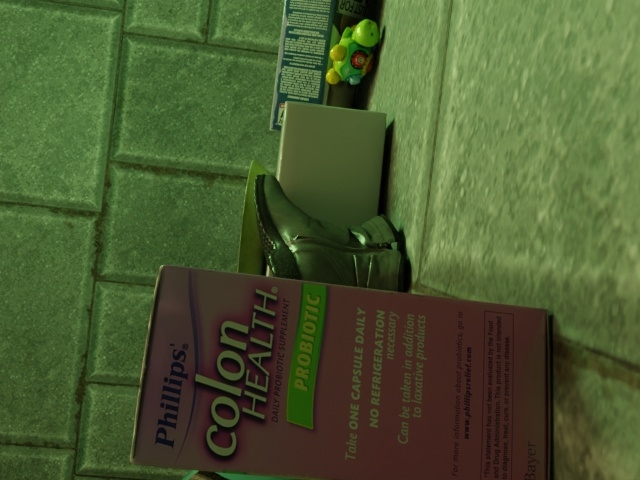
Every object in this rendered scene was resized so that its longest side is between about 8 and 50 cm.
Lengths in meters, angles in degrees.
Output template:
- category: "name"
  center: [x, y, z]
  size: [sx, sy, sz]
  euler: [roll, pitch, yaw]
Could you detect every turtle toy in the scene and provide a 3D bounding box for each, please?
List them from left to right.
- category: "turtle toy"
  center: [0.062, -0.319, 1.243]
  size: [0.095, 0.066, 0.130]
  euler: [-56, -13, -36]

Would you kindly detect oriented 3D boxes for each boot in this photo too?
- category: "boot"
  center: [0.009, -0.004, 0.918]
  size: [0.246, 0.161, 0.083]
  euler: [-111, 11, -46]

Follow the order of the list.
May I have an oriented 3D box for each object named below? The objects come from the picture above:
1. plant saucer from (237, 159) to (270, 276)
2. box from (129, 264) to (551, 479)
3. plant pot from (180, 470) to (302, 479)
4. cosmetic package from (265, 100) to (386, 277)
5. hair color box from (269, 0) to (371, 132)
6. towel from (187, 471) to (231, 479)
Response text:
- category: "plant saucer"
  center: [-0.098, -0.003, 1.134]
  size: [0.241, 0.037, 0.240]
  euler: [-174, 90, -88]
- category: "box"
  center: [0.005, 0.109, 0.525]
  size: [0.213, 0.243, 0.117]
  euler: [115, 160, -73]
- category: "plant pot"
  center: [-0.096, 0.421, 1.018]
  size: [0.235, 0.293, 0.292]
  euler: [-61, -18, -63]
- category: "cosmetic package"
  center: [0.000, 0.000, 1.094]
  size: [0.197, 0.155, 0.365]
  euler: [114, 161, -80]
- category: "hair color box"
  center: [0.008, -0.368, 1.343]
  size: [0.174, 0.105, 0.347]
  euler: [-22, -56, -63]
- category: "towel"
  center: [-0.002, 0.336, 0.429]
  size: [0.312, 0.056, 0.324]
  euler: [10, 97, 43]
